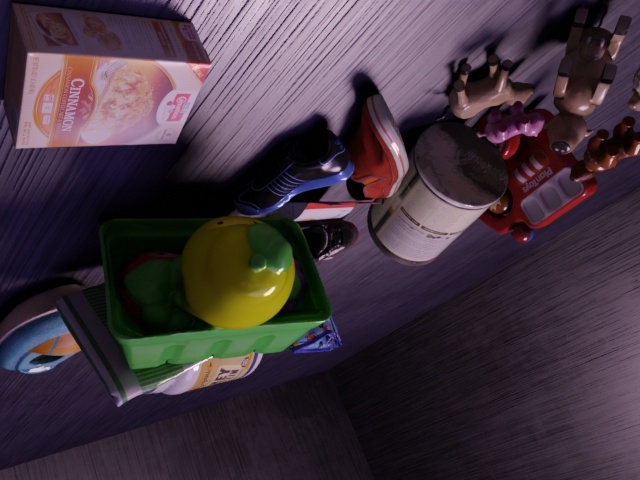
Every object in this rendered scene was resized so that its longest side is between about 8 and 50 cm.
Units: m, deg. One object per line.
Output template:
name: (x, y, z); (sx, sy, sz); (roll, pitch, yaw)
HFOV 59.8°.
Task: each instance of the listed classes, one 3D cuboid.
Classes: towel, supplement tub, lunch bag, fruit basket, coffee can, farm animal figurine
towel: (-0.290, 0.144, 1.056); (0.324, 0.248, 0.038); (-23, 149, -39)
supplement tub: (-0.325, 0.267, 1.437); (0.228, 0.228, 0.316); (-37, 157, 33)
lunch bag: (-0.026, 0.219, 1.679); (0.138, 0.221, 0.293); (-27, 161, 9)
fruit basket: (-0.160, 0.049, 0.912); (0.391, 0.283, 0.392); (-14, 143, -11)
coffee can: (0.242, -0.091, 1.204); (0.201, 0.202, 0.275); (-16, 159, -24)
farm animal figurine: (0.422, -0.253, 0.982); (0.327, 0.330, 0.172); (-52, 159, -6)

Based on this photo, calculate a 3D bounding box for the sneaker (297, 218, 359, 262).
sneaker: (0.000, 0.001, 1.274); (0.276, 0.098, 0.135); (-8, -179, -39)

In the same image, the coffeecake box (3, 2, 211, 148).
coffeecake box: (-0.236, -0.173, 0.614); (0.185, 0.068, 0.142); (-10, 156, -37)

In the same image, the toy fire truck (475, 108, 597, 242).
toy fire truck: (0.433, -0.134, 1.240); (0.169, 0.254, 0.302); (-12, 158, -31)

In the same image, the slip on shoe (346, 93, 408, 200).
slip on shoe: (0.092, -0.150, 1.012); (0.101, 0.123, 0.331); (-19, 166, -3)

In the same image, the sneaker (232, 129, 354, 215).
sneaker: (-0.061, -0.121, 0.971); (0.232, 0.081, 0.090); (-21, 137, 13)

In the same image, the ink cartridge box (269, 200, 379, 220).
ink cartridge box: (0.008, -0.058, 1.124); (0.145, 0.045, 0.179); (-6, -170, -44)

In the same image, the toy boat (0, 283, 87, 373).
toy boat: (-0.492, 0.194, 1.159); (0.267, 0.148, 0.318); (-37, 157, 32)
